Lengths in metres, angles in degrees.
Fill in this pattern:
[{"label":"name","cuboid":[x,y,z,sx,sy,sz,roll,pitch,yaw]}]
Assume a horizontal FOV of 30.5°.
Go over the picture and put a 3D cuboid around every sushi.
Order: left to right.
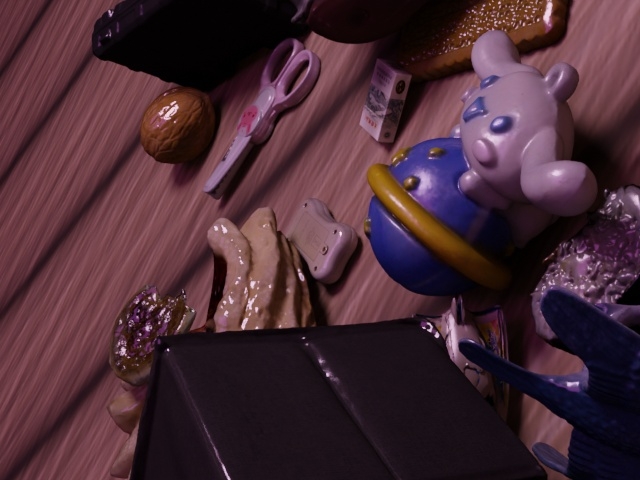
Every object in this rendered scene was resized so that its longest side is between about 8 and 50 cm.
[{"label":"sushi","cuboid":[0.242,0.031,0.960,0.150,0.078,0.090,-55,41,15]}]

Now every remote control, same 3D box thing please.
[{"label":"remote control","cuboid":[0.000,0.000,1.366,0.074,0.032,0.122,-62,33,11]}]

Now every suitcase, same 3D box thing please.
[{"label":"suitcase","cuboid":[-0.170,-0.302,1.638,0.285,0.206,0.066,-21,62,48]}]

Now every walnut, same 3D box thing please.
[{"label":"walnut","cuboid":[-0.207,-0.169,1.712,0.124,0.105,0.105,-43,38,15]}]

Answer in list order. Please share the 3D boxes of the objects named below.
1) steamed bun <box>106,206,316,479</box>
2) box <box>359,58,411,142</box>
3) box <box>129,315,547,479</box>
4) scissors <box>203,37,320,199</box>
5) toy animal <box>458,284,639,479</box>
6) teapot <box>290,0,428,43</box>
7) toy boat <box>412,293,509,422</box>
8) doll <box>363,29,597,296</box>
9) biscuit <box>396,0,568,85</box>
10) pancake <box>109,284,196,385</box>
[{"label":"steamed bun","cuboid":[-0.121,0.178,1.291,0.247,0.189,0.428,126,143,-46]},{"label":"box","cuboid":[0.074,-0.160,1.346,0.054,0.024,0.083,49,130,53]},{"label":"box","cuboid":[-0.018,0.262,0.942,0.204,0.251,0.345,52,135,52]},{"label":"scissors","cuboid":[-0.084,-0.160,1.588,0.242,0.030,0.118,-56,34,9]},{"label":"toy animal","cuboid":[0.224,0.123,0.846,0.255,0.239,0.176,3,47,10]},{"label":"teapot","cuboid":[0.067,-0.386,1.311,0.315,0.233,0.312,-18,74,25]},{"label":"toy boat","cuboid":[0.135,0.154,1.043,0.066,0.084,0.210,109,154,-68]},{"label":"doll","cuboid":[0.160,-0.037,1.050,0.242,0.159,0.311,-42,21,4]},{"label":"biscuit","cuboid":[0.176,-0.270,1.287,0.254,0.029,0.172,-10,63,53]},{"label":"pancake","cuboid":[-0.186,0.103,1.278,0.129,0.022,0.116,3,63,47]}]
